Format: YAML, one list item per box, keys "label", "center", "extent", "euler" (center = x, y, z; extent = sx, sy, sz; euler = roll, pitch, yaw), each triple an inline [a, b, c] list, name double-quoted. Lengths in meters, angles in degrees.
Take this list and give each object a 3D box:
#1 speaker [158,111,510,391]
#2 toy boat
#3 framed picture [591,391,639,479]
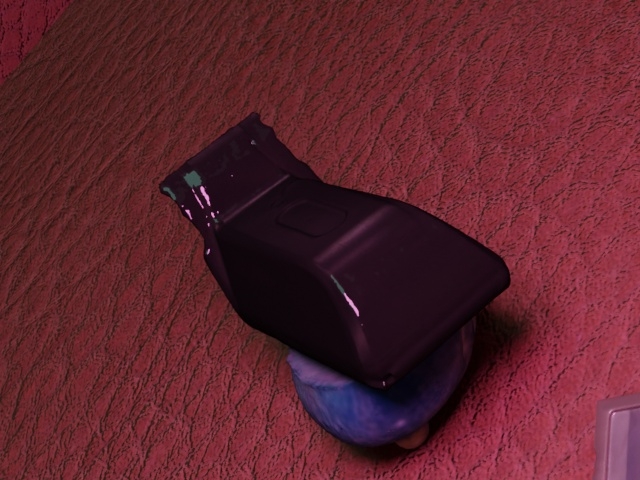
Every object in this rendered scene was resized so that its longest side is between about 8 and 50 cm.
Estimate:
- label: "speaker"
  center: [0.000, 0.000, 1.802]
  extent: [0.180, 0.184, 0.388]
  euler: [-40, 23, -16]
- label: "toy boat"
  center: [0.077, 0.108, 1.878]
  extent: [0.215, 0.123, 0.330]
  euler: [-27, 24, 11]
- label: "framed picture"
  center: [0.317, 0.242, 1.466]
  extent: [0.213, 0.016, 0.289]
  euler: [-15, 49, 33]
